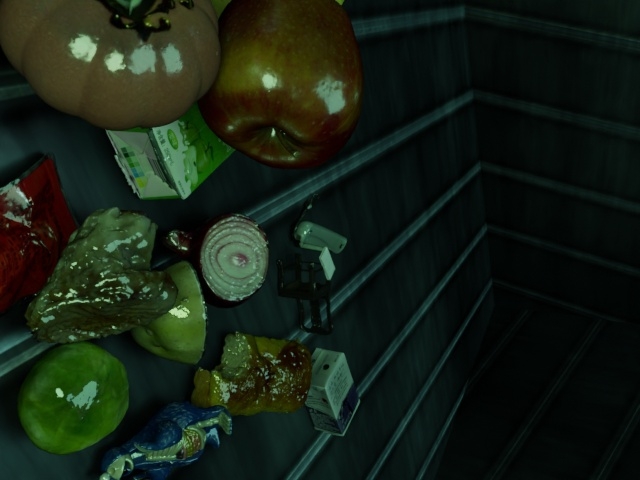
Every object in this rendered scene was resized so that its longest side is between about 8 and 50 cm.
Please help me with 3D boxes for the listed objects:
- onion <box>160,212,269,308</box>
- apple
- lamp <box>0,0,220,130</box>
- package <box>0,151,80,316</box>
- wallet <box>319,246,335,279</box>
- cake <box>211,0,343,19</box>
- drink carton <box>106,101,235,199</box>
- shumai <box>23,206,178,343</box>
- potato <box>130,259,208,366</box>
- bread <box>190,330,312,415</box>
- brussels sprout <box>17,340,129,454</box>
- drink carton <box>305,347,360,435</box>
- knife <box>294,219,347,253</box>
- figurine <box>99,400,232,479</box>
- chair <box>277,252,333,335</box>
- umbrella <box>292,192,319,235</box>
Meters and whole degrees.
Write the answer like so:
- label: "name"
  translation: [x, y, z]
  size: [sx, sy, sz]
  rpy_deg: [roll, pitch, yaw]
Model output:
- label: "onion"
  translation: [-0.217, 0.032, 1.209]
  size: [0.218, 0.140, 0.195]
  rpy_deg: [17, 76, -23]
- label: "apple"
  translation: [-0.069, -0.282, 1.053]
  size: [0.288, 0.288, 0.317]
  rpy_deg: [33, 55, -58]
- label: "lamp"
  translation: [-0.299, -0.289, 0.878]
  size: [0.239, 0.305, 0.305]
  rpy_deg: [-48, -170, 52]
- label: "package"
  translation: [-0.435, 0.012, 0.864]
  size: [0.269, 0.071, 0.194]
  rpy_deg: [-50, 151, -51]
- label: "wallet"
  translation: [0.018, 0.059, 1.534]
  size: [0.044, 0.011, 0.083]
  rpy_deg: [-61, 144, -39]
- label: "cake"
  translation: [-0.084, -0.509, 1.245]
  size: [0.222, 0.227, 0.286]
  rpy_deg: [-55, 140, -44]
- label: "drink carton"
  translation: [-0.247, -0.199, 1.125]
  size: [0.271, 0.108, 0.161]
  rpy_deg: [-55, 139, -42]
- label: "shumai"
  translation: [-0.349, 0.047, 0.944]
  size: [0.218, 0.185, 0.184]
  rpy_deg: [-18, 158, -21]
- label: "potato"
  translation: [-0.285, 0.141, 1.099]
  size: [0.117, 0.182, 0.202]
  rpy_deg: [-10, 147, -31]
- label: "bread"
  translation: [-0.143, 0.307, 1.404]
  size: [0.380, 0.109, 0.185]
  rpy_deg: [23, 75, -58]
- label: "brussels sprout"
  translation: [-0.374, 0.235, 0.935]
  size: [0.181, 0.144, 0.161]
  rpy_deg: [-64, 132, -74]
- label: "drink carton"
  translation: [0.026, 0.434, 1.740]
  size: [0.134, 0.102, 0.222]
  rpy_deg: [-53, 139, -41]
- label: "knife"
  translation: [0.002, -0.003, 1.674]
  size: [0.265, 0.040, 0.073]
  rpy_deg: [16, 96, -63]
- label: "figurine"
  translation: [-0.296, 0.376, 1.141]
  size: [0.262, 0.121, 0.164]
  rpy_deg: [1, 130, -53]
- label: "chair"
  translation: [-0.034, 0.153, 1.574]
  size: [0.113, 0.106, 0.229]
  rpy_deg: [-23, 114, -59]
- label: "umbrella"
  translation: [-0.045, -0.072, 1.611]
  size: [0.149, 0.022, 0.022]
  rpy_deg: [-57, 178, -28]
